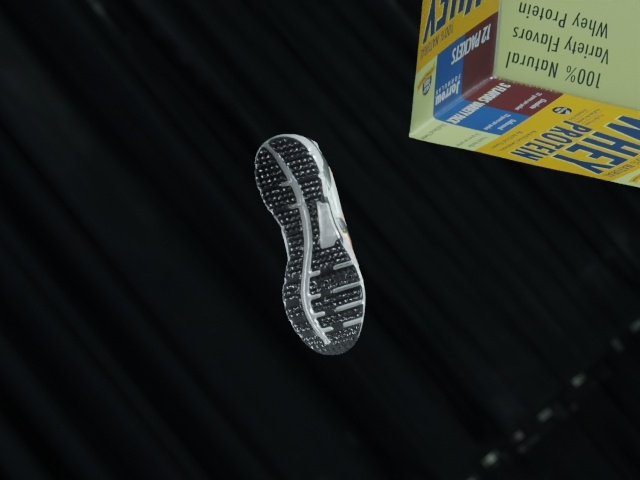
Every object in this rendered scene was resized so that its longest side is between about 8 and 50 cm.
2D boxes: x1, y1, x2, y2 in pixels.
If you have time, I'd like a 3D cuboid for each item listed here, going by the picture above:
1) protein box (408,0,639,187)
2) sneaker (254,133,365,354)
[{"bbox_3d":[0.181,-0.159,1.278,0.136,0.199,0.201,147,-48,-66],"label":"protein box"},{"bbox_3d":[0.000,0.000,0.926,0.040,0.109,0.044,-10,-171,14],"label":"sneaker"}]
